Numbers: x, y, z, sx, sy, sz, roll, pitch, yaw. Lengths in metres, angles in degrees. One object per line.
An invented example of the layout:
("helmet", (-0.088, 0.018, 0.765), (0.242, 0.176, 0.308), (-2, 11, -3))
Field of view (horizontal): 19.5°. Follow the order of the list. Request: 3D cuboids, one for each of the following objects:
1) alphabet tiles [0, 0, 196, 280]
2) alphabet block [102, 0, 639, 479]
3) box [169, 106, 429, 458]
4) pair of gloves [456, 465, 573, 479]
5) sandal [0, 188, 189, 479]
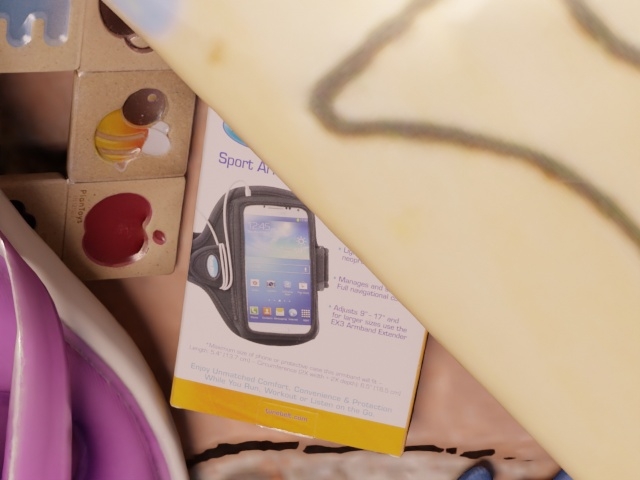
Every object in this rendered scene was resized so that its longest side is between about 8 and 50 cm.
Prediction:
("alphabet tiles", (-0.123, -0.082, 0.527), (0.198, 0.009, 0.237), (-3, 124, -21))
("alphabet block", (0.095, -0.076, 0.445), (0.192, 0.193, 0.197), (-37, 104, 27))
("box", (0.000, 0.000, 0.598), (0.081, 0.028, 0.136), (13, 116, 5))
("pair of gloves", (0.101, 0.165, 0.664), (0.198, 0.023, 0.159), (40, 119, -8))
("sandal", (-0.144, 0.041, 0.534), (0.169, 0.102, 0.416), (-25, 130, -4))
